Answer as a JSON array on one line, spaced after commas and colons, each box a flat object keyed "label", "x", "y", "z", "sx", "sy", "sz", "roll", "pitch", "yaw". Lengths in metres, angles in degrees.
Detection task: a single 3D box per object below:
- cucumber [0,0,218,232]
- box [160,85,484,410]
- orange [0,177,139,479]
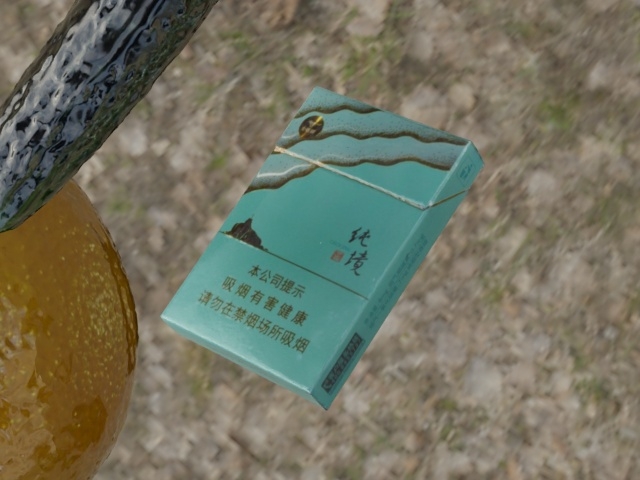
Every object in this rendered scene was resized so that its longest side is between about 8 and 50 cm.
[{"label": "cucumber", "x": -0.093, "y": -0.082, "z": 0.721, "sx": 0.052, "sy": 0.058, "sz": 0.214, "roll": 40, "pitch": 108, "yaw": 4}, {"label": "box", "x": 0.000, "y": -0.001, "z": 1.280, "sx": 0.162, "sy": 0.229, "sz": 0.041, "roll": 24, "pitch": 164, "yaw": 36}, {"label": "orange", "x": -0.241, "y": 0.057, "z": 1.002, "sx": 0.274, "sy": 0.274, "sz": 0.274, "roll": 11, "pitch": 119, "yaw": 21}]
